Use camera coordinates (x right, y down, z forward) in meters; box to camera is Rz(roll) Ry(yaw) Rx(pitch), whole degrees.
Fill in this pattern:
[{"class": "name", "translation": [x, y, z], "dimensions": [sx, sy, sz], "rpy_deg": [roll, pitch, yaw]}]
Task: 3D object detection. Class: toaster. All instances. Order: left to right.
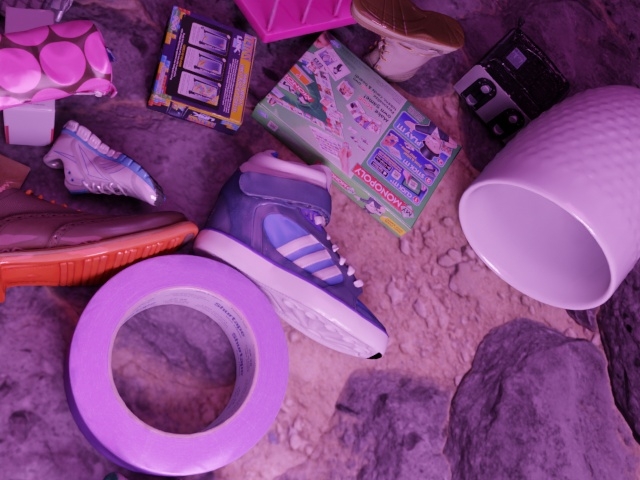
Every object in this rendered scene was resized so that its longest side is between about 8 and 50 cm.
[{"class": "toaster", "translation": [0.364, -0.295, 1.288], "dimensions": [0.168, 0.110, 0.185], "rpy_deg": [46, 60, -5]}]

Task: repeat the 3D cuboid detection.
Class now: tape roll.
[{"class": "tape roll", "translation": [-0.183, 0.161, 0.881], "dimensions": [0.275, 0.090, 0.274], "rpy_deg": [8, 68, -21]}]

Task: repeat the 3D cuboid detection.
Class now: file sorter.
[{"class": "file sorter", "translation": [-0.002, -0.489, 1.127], "dimensions": [0.291, 0.182, 0.202], "rpy_deg": [-22, 68, -30]}]

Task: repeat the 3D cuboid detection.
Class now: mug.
[{"class": "mug", "translation": [0.454, -0.062, 1.159], "dimensions": [0.328, 0.276, 0.374], "rpy_deg": [-45, 131, -22]}]

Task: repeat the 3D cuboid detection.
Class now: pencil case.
[{"class": "pencil case", "translation": [-0.354, -0.199, 0.809], "dimensions": [0.209, 0.095, 0.098], "rpy_deg": [-19, 101, -23]}]

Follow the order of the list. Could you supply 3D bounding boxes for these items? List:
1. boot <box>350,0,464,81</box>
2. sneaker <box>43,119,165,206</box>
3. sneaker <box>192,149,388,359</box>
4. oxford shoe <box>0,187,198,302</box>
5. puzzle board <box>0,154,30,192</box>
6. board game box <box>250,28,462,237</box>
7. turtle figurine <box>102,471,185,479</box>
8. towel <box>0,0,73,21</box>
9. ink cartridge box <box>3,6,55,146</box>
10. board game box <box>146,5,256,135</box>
[{"class": "boot", "translation": [0.112, -0.339, 1.156], "dimensions": [0.213, 0.165, 0.077], "rpy_deg": [9, 74, -29]}, {"class": "sneaker", "translation": [-0.294, -0.084, 0.917], "dimensions": [0.191, 0.071, 0.083], "rpy_deg": [30, 71, 20]}, {"class": "sneaker", "translation": [0.000, 0.000, 0.999], "dimensions": [0.323, 0.130, 0.236], "rpy_deg": [32, 65, -5]}, {"class": "oxford shoe", "translation": [-0.333, -0.012, 0.850], "dimensions": [0.364, 0.130, 0.132], "rpy_deg": [-10, 71, -32]}, {"class": "puzzle board", "translation": [-0.461, -0.081, 0.886], "dimensions": [0.128, 0.011, 0.096], "rpy_deg": [24, 64, -14]}, {"class": "board game box", "translation": [0.069, -0.183, 1.148], "dimensions": [0.317, 0.046, 0.213], "rpy_deg": [40, 61, -7]}, {"class": "turtle figurine", "translation": [-0.183, 0.342, 0.799], "dimensions": [0.234, 0.175, 0.118], "rpy_deg": [40, 18, -36]}, {"class": "towel", "translation": [-0.411, -0.452, 0.901], "dimensions": [0.235, 0.283, 0.121], "rpy_deg": [31, 40, -16]}, {"class": "ink cartridge box", "translation": [-0.389, -0.217, 0.912], "dimensions": [0.063, 0.109, 0.150], "rpy_deg": [0, 72, -22]}, {"class": "board game box", "translation": [-0.182, -0.264, 1.061], "dimensions": [0.141, 0.048, 0.170], "rpy_deg": [16, 65, -21]}]
